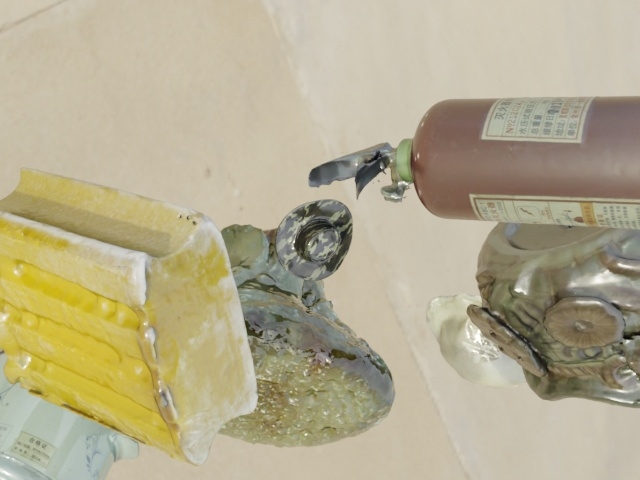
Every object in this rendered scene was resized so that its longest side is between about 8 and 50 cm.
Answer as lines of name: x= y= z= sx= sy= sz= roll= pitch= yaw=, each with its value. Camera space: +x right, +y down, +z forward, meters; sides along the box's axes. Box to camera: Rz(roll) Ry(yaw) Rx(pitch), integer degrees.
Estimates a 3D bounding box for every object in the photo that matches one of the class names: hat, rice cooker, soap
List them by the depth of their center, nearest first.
soap: x=-0.258 y=0.083 z=1.004 sx=0.156 sy=0.335 sz=0.293 roll=-38 pitch=130 yaw=-42
hat: x=0.000 y=0.000 z=1.146 sx=0.121 sy=0.050 sz=0.121 roll=-4 pitch=103 yaw=-19
rice cooker: x=-0.430 y=0.297 z=1.300 sx=0.264 sy=0.316 sz=0.316 roll=97 pitch=19 yaw=-48

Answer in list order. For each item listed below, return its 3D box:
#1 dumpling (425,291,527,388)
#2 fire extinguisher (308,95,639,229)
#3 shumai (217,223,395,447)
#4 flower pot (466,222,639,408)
dumpling: x=0.298 y=0.169 z=1.413 sx=0.258 sy=0.193 sz=0.147 roll=43 pitch=59 yaw=-19
fire extinguisher: x=0.108 y=-0.040 z=0.456 sx=0.099 sy=0.231 sz=0.071 roll=-40 pitch=128 yaw=-56
shumai: x=-0.071 y=0.133 z=1.372 sx=0.397 sy=0.324 sz=0.323 roll=23 pitch=45 yaw=-18
flower pot: x=0.332 y=0.063 z=1.023 sx=0.302 sy=0.302 sz=0.213 roll=-47 pitch=115 yaw=-45
